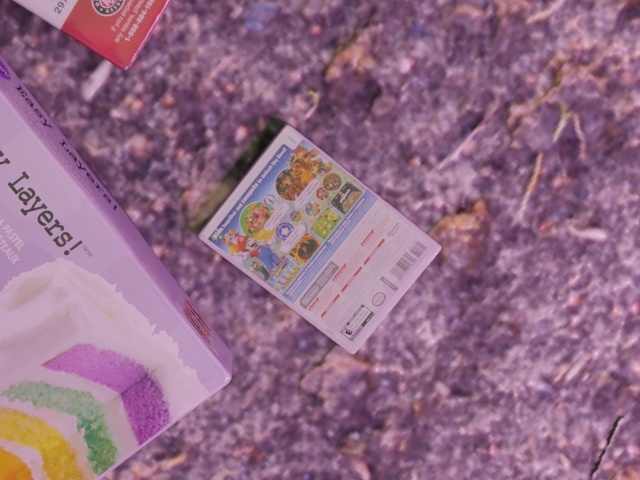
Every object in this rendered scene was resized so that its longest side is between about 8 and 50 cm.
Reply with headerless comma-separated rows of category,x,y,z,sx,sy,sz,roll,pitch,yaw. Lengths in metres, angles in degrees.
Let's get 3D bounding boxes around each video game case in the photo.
video game case,0.000,0.000,0.761,0.122,0.011,0.087,38,97,-12

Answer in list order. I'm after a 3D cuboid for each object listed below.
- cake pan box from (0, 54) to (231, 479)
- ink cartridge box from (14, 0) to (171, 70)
cake pan box,-0.223,0.044,0.723,0.245,0.070,0.267,-36,102,1
ink cartridge box,-0.145,-0.192,0.676,0.175,0.072,0.127,31,98,-11
